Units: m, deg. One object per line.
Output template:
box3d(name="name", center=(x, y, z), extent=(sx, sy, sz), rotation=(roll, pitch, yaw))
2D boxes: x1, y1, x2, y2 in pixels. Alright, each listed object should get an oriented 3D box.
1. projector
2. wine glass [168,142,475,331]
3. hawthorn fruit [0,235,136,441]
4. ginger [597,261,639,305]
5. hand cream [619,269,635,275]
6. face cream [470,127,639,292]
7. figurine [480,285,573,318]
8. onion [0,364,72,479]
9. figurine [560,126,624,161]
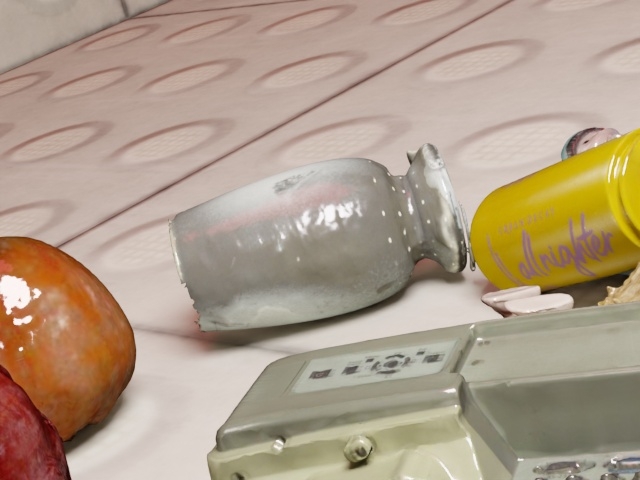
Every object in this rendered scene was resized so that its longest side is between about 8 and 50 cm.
box3d(name="projector", center=(0.109, 0.120, 0.452), extent=(0.269, 0.193, 0.088), rotation=(-9, 20, 23))
box3d(name="wine glass", center=(0.000, 0.000, 1.004), extent=(0.204, 0.111, 0.111), rotation=(-15, 19, 0))
box3d(name="hawthorn fruit", center=(-0.211, 0.066, 0.919), extent=(0.149, 0.189, 0.149), rotation=(-24, 42, 24))
box3d(name="ginger", center=(0.224, 0.046, 0.703), extent=(0.157, 0.102, 0.216), rotation=(-17, 17, -22))
box3d(name="hand cream", center=(0.306, 0.000, 0.855), extent=(0.111, 0.070, 0.312), rotation=(-32, 16, -33))
box3d(name="face cream", center=(0.180, -0.021, 0.829), extent=(0.078, 0.078, 0.273), rotation=(-25, 0, -21))
box3d(name="figurine", center=(0.046, 0.099, 0.717), extent=(0.195, 0.102, 0.111), rotation=(-17, 6, -10))
box3d(name="onion", center=(-0.241, 0.155, 0.645), extent=(0.281, 0.221, 0.281), rotation=(-38, 0, 0))
box3d(name="figurine", center=(0.236, -0.065, 1.087), extent=(0.060, 0.047, 0.106), rotation=(-38, 29, -28))
